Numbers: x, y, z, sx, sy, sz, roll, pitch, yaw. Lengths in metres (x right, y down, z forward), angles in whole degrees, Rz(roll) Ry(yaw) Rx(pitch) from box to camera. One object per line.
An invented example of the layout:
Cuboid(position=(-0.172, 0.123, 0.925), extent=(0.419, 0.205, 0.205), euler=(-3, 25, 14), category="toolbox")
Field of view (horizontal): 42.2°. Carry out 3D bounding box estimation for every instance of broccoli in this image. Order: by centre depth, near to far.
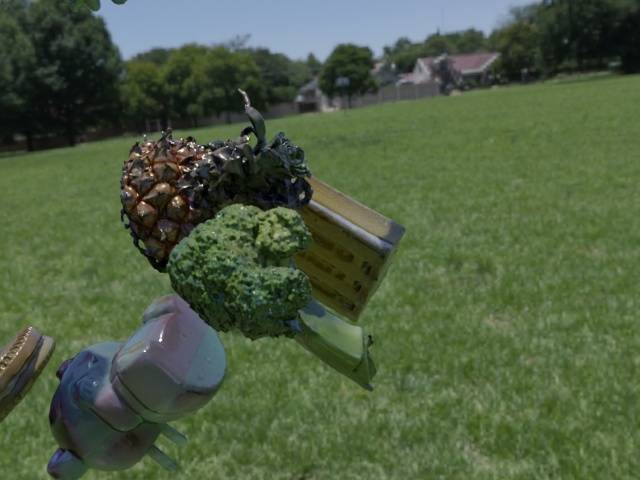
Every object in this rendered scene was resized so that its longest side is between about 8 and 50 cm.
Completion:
Cuboid(position=(-0.053, 0.053, 1.103), extent=(0.302, 0.186, 0.254), euler=(23, -2, 21), category="broccoli")

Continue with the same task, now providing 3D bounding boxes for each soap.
Cuboid(position=(0.000, 0.000, 1.603), extent=(0.281, 0.259, 0.143), euler=(33, 55, 8), category="soap")

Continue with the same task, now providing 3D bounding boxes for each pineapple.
Cuboid(position=(-0.139, -0.090, 1.311), extent=(0.272, 0.262, 0.262), euler=(-20, 1, 33), category="pineapple")

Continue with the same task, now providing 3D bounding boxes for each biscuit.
Cuboid(position=(-0.576, 0.261, 1.493), extent=(0.259, 0.079, 0.259), euler=(-44, 16, 16), category="biscuit")

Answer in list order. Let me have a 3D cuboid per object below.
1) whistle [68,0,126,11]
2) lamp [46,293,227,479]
Cuboid(position=(-0.268, -0.333, 0.822), extent=(0.110, 0.244, 0.092), euler=(-37, 0, 18), category="whistle")
Cuboid(position=(-0.274, 0.245, 1.293), extent=(0.301, 0.247, 0.247), euler=(-35, 24, 29), category="lamp")
